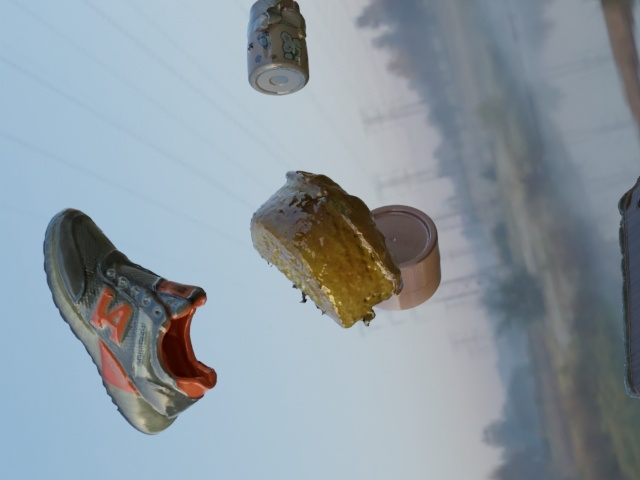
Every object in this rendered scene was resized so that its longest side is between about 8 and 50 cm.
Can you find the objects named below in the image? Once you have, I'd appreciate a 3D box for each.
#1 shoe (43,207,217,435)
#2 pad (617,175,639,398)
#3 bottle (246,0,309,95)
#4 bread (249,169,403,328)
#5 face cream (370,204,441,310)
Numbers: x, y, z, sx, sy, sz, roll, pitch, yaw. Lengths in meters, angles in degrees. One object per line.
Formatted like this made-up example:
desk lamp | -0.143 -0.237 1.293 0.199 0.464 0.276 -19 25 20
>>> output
shoe | -0.244 0.088 1.777 0.336 0.171 0.132 62 -159 0
pad | 0.378 -0.021 1.196 0.018 0.286 0.284 28 -136 -18
bottle | -0.065 -0.296 1.892 0.099 0.099 0.152 59 -154 -65
bread | 0.000 0.000 1.709 0.229 0.143 0.139 40 166 31
face cream | 0.123 0.028 2.145 0.104 0.149 0.149 79 -177 -46
